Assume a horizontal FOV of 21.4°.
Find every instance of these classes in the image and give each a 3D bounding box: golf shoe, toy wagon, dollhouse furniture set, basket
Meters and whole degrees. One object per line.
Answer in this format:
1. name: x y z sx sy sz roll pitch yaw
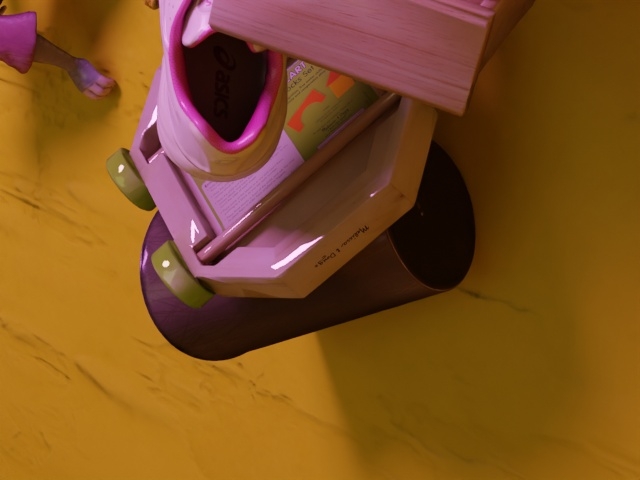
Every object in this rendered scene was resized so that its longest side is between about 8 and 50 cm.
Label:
1. golf shoe: -0.061 -0.192 1.180 0.140 0.115 0.306 -146 53 -82
2. toy wagon: -0.046 -0.112 1.335 0.267 0.068 0.344 -40 47 9
3. dollhouse furniture set: 0.088 -0.318 1.047 0.362 0.256 0.394 20 119 10
4. basket: 0.000 0.000 1.388 0.226 0.204 0.154 -15 100 37

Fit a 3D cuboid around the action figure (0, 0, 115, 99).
1. action figure: -0.321 -0.273 1.599 0.248 0.275 0.370 43 114 24
